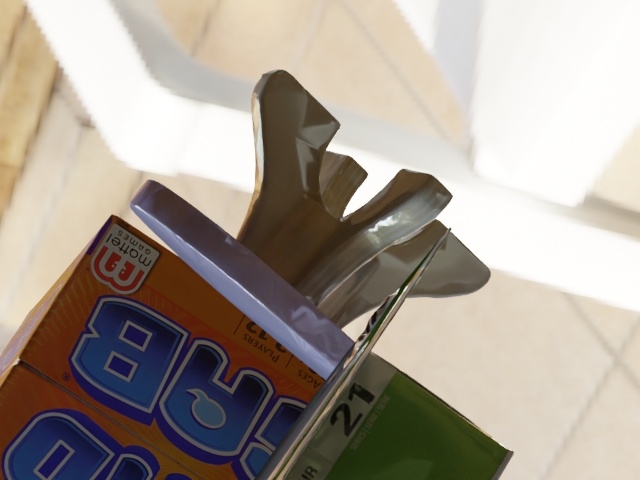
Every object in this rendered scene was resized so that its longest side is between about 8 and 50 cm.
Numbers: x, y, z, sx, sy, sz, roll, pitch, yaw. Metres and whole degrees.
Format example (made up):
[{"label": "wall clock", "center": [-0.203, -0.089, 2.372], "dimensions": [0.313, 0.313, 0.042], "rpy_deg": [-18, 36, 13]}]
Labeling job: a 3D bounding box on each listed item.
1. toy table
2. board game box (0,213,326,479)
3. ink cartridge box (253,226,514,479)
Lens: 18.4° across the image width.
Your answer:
[{"label": "toy table", "center": [0.000, 0.000, 1.592], "dimensions": [0.161, 0.274, 0.252], "rpy_deg": [-50, 31, -8]}, {"label": "board game box", "center": [-0.193, 0.258, 1.974], "dimensions": [0.356, 0.356, 0.356], "rpy_deg": [-60, 9, -27]}, {"label": "ink cartridge box", "center": [0.008, 0.136, 0.873], "dimensions": [0.189, 0.097, 0.255], "rpy_deg": [-54, -1, -30]}]
